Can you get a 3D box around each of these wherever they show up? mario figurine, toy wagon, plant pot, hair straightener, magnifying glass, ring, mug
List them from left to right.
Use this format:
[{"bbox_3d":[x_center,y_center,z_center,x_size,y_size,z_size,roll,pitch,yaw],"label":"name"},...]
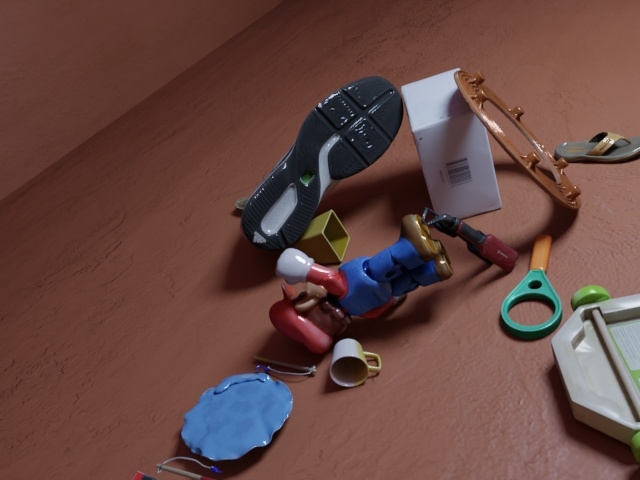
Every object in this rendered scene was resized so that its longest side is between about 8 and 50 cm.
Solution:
[{"bbox_3d":[0.000,0.000,1.265,0.083,0.082,0.081,-18,31,31],"label":"plant pot"},{"bbox_3d":[0.048,0.058,1.035,0.320,0.198,0.170,-29,10,17],"label":"mario figurine"},{"bbox_3d":[0.051,0.196,0.983,0.062,0.078,0.064,-48,17,20],"label":"mug"},{"bbox_3d":[0.236,-0.005,1.021,0.089,0.230,0.047,25,94,52],"label":"hair straightener"},{"bbox_3d":[0.370,-0.195,1.117,0.032,0.336,0.337,-42,24,28],"label":"ring"},{"bbox_3d":[0.355,0.070,1.001,0.092,0.026,0.231,-2,37,29],"label":"magnifying glass"},{"bbox_3d":[0.486,0.147,0.775,0.344,0.068,0.267,-13,34,13],"label":"toy wagon"}]

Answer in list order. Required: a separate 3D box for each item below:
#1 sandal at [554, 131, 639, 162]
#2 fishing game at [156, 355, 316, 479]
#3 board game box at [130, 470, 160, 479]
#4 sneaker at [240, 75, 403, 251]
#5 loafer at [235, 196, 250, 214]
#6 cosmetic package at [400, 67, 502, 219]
[{"bbox_3d":[0.566,-0.194,1.232,0.180,0.049,0.072,2,40,33],"label":"sandal"},{"bbox_3d":[-0.132,0.283,0.971,0.189,0.041,0.264,1,31,31],"label":"fishing game"},{"bbox_3d":[-0.256,0.461,0.773,0.192,0.053,0.305,3,41,33],"label":"board game box"},{"bbox_3d":[-0.024,-0.173,1.332,0.447,0.169,0.257,-47,14,-8],"label":"sneaker"},{"bbox_3d":[-0.158,-0.092,1.510,0.147,0.050,0.056,8,43,37],"label":"loafer"},{"bbox_3d":[0.266,-0.196,1.250,0.138,0.224,0.225,-16,34,10],"label":"cosmetic package"}]
